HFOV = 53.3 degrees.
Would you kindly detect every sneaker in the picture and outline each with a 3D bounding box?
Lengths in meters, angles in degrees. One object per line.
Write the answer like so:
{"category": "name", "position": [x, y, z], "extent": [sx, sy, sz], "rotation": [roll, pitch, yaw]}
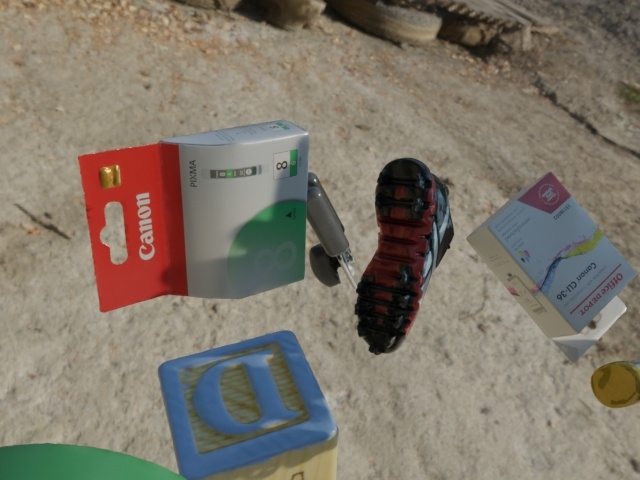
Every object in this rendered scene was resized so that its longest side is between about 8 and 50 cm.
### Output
{"category": "sneaker", "position": [0.126, 0.026, 0.905], "extent": [0.097, 0.276, 0.135], "rotation": [13, 6, 36]}

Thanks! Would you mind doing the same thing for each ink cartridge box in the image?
{"category": "ink cartridge box", "position": [0.285, 0.034, 0.755], "extent": [0.115, 0.067, 0.198], "rotation": [-39, 87, -17]}
{"category": "ink cartridge box", "position": [-0.118, -0.018, 0.657], "extent": [0.224, 0.181, 0.056], "rotation": [-17, 34, -32]}

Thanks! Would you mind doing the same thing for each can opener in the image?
{"category": "can opener", "position": [0.000, 0.000, 1.163], "extent": [0.095, 0.283, 0.076], "rotation": [-23, 47, 7]}

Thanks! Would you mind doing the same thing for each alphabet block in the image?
{"category": "alphabet block", "position": [-0.095, 0.268, 0.846], "extent": [0.193, 0.197, 0.192], "rotation": [-11, 38, -15]}

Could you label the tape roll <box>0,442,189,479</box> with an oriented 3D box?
{"category": "tape roll", "position": [-0.207, 0.304, 0.492], "extent": [0.321, 0.321, 0.077], "rotation": [17, 23, -13]}

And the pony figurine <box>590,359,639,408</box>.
{"category": "pony figurine", "position": [0.485, 0.094, 0.558], "extent": [0.363, 0.351, 0.303], "rotation": [-5, 68, -32]}
